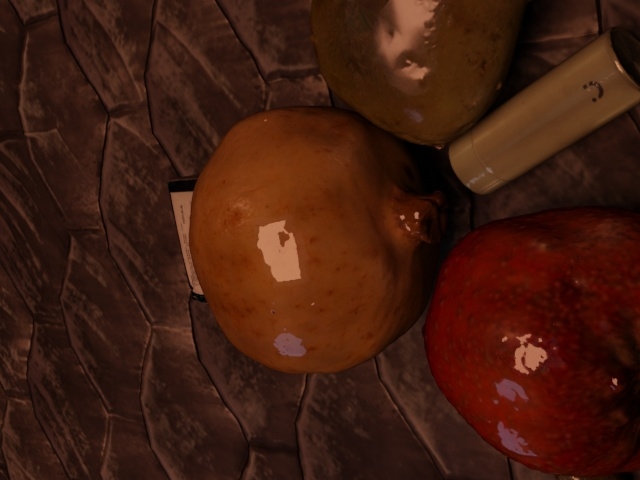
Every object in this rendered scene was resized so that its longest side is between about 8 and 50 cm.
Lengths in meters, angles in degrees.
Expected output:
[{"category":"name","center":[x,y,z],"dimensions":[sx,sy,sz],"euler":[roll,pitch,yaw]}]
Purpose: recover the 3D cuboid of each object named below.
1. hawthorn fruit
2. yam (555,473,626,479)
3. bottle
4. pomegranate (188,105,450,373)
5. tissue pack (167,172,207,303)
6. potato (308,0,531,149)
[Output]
[{"category":"hawthorn fruit","center":[0.213,0.068,0.858],"dimensions":[0.300,0.254,0.254],"euler":[-131,43,-55]},{"category":"yam","center":[0.220,0.191,0.998],"dimensions":[0.253,0.061,0.061],"euler":[45,129,22]},{"category":"bottle","center":[0.216,-0.118,0.885],"dimensions":[0.201,0.072,0.072],"euler":[-35,81,42]},{"category":"pomegranate","center":[-0.013,-0.005,0.998],"dimensions":[0.307,0.307,0.307],"euler":[15,114,37]},{"category":"tissue pack","center":[-0.127,-0.005,1.211],"dimensions":[0.103,0.090,0.170],"euler":[1,103,41]},{"category":"potato","center":[0.102,-0.241,0.874],"dimensions":[0.210,0.173,0.307],"euler":[37,124,29]}]
